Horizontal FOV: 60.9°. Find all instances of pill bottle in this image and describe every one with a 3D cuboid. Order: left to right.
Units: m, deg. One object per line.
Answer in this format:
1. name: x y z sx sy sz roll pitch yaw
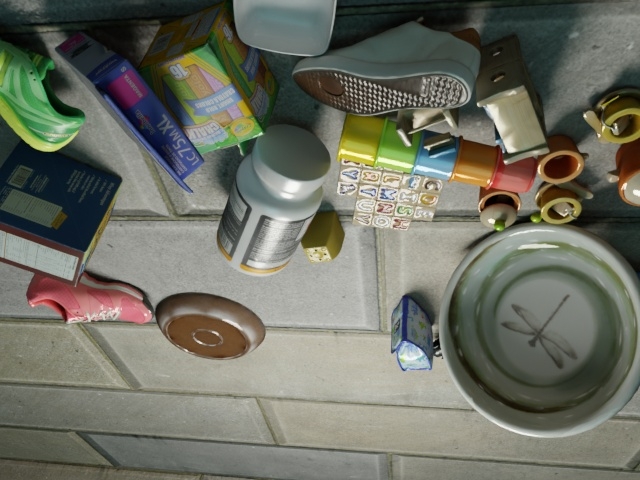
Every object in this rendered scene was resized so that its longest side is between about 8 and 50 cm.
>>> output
1. pill bottle: -0.089 -0.068 1.002 0.162 0.162 0.278 18 139 -11

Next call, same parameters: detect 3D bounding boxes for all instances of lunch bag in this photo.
1. lunch bag: 0.220 0.228 1.324 0.096 0.128 0.151 -7 138 16

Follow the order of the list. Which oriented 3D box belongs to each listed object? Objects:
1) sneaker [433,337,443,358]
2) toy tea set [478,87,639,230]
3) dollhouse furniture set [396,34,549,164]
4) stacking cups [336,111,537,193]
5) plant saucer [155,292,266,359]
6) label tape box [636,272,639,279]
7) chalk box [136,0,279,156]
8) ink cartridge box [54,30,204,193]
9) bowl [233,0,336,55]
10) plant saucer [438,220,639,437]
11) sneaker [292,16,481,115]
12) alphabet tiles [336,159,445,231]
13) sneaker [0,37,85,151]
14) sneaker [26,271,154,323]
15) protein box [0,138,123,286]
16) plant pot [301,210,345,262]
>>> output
1. sneaker: 0.316 0.268 1.356 0.089 0.170 0.051 -41 89 16
2. toy tea set: 0.434 -0.088 0.918 0.200 0.124 0.336 32 134 -26
3. dollhouse furniture set: 0.230 -0.194 0.829 0.184 0.128 0.129 -15 135 30
4. stacking cups: 0.190 -0.142 0.901 0.317 0.096 0.096 13 140 1
5. plant saucer: -0.309 0.252 1.505 0.311 0.050 0.310 5 139 4
6. label tape box: 0.587 0.202 1.190 0.249 0.115 0.347 1 146 -25
7. chalk box: -0.154 -0.230 0.847 0.132 0.132 0.213 -12 137 23
8. ink cartridge box: -0.280 -0.197 0.808 0.065 0.311 0.185 -41 132 -8
9. bowl: -0.048 -0.338 0.762 0.142 0.053 0.142 8 140 -1
10. plant saucer: 0.424 0.166 1.047 0.401 0.400 0.101 -30 149 36
11. sneaker: 0.098 -0.262 0.810 0.290 0.123 0.106 11 158 30
12. alphabet tiles: 0.133 -0.104 1.041 0.198 0.009 0.237 7 139 1
13. sneaker: -0.506 -0.285 0.885 0.124 0.109 0.295 -30 129 7
14. sneaker: -0.585 0.166 1.380 0.314 0.136 0.116 25 138 -19
15. protein box: -0.530 -0.052 1.064 0.201 0.199 0.136 23 138 -17
16. plant pot: 0.000 0.000 1.127 0.082 0.083 0.081 -7 137 16
